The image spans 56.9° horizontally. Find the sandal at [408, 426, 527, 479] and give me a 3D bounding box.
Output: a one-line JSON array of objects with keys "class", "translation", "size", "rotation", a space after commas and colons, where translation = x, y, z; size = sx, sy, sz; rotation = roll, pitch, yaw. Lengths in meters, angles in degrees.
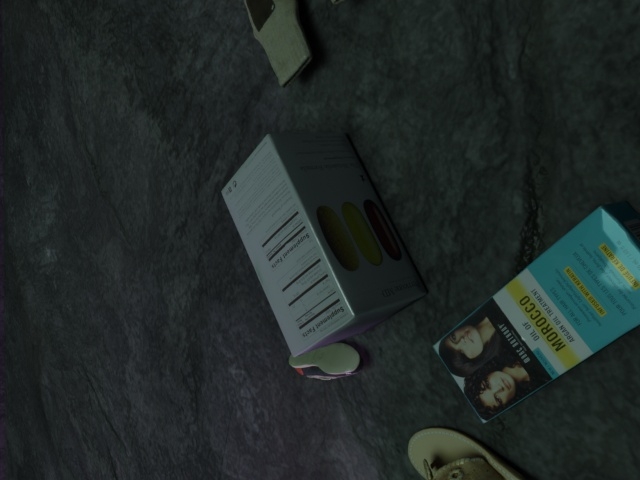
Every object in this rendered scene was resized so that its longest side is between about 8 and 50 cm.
[{"class": "sandal", "translation": [0.173, 0.285, 0.663], "size": [0.240, 0.079, 0.088], "rotation": [15, 107, 45]}]

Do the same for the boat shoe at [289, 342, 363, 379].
[{"class": "boat shoe", "translation": [0.013, 0.177, 0.845], "size": [0.137, 0.049, 0.043], "rotation": [-11, 131, 45]}]

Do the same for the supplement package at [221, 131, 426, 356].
[{"class": "supplement package", "translation": [0.000, 0.000, 0.755], "size": [0.134, 0.139, 0.244], "rotation": [-41, 68, 44]}]

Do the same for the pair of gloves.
[{"class": "pair of gloves", "translation": [-0.021, -0.351, 0.787], "size": [0.240, 0.042, 0.204], "rotation": [-46, 61, 39]}]

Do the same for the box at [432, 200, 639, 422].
[{"class": "box", "translation": [0.226, 0.077, 0.583], "size": [0.101, 0.060, 0.244], "rotation": [58, 132, 23]}]
